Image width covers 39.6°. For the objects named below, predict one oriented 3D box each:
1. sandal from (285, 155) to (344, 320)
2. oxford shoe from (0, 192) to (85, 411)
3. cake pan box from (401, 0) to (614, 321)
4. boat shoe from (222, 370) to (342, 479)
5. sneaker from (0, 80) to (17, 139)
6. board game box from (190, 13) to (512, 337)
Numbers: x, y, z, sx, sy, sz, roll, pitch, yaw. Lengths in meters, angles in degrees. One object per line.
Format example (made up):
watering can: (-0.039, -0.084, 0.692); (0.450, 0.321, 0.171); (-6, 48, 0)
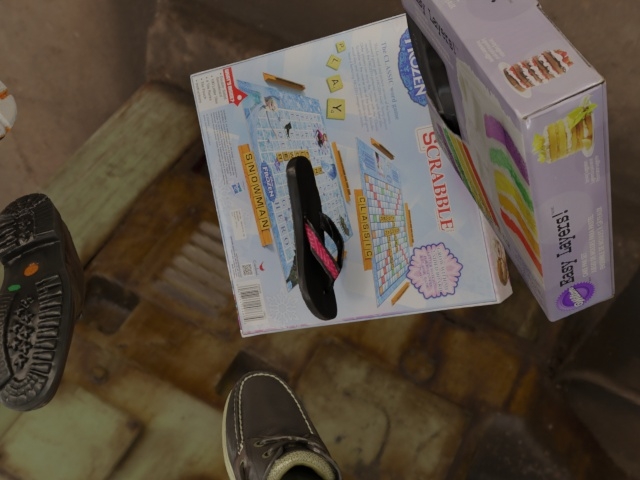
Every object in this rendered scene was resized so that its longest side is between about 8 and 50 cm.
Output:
sandal: (0.000, 0.000, 0.925); (0.040, 0.067, 0.179); (-5, 103, 20)
oxford shoe: (-0.250, 0.065, 0.820); (0.083, 0.227, 0.096); (-15, 138, 7)
cake pan box: (0.147, -0.105, 0.729); (0.070, 0.267, 0.246); (-22, 140, -1)
boat shoe: (-0.016, 0.172, 0.619); (0.080, 0.223, 0.073); (0, 132, -18)
sneaker: (-0.378, -0.145, 0.790); (0.215, 0.084, 0.083); (37, 148, -11)
board game box: (0.028, -0.067, 1.001); (0.318, 0.066, 0.319); (-9, 93, 26)
